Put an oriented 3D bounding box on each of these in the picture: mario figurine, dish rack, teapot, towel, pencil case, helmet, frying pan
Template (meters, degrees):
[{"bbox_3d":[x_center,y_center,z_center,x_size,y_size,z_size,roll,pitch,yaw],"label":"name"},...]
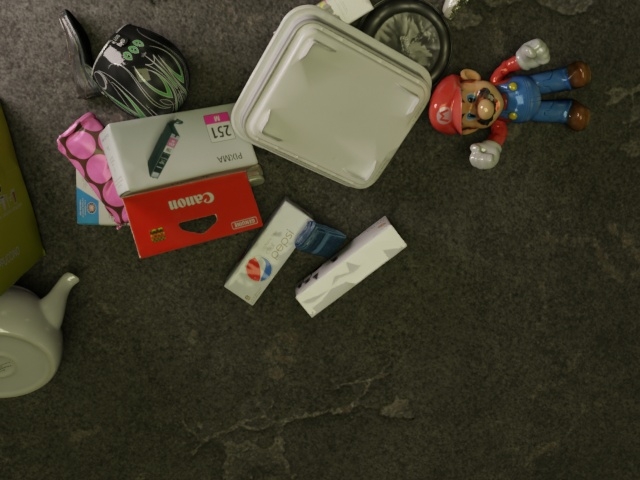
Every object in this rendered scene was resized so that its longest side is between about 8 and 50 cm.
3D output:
[{"bbox_3d":[0.364,-0.256,1.598,0.320,0.170,0.198,-8,70,-9],"label":"mario figurine"},{"bbox_3d":[0.031,-0.247,1.572,0.332,0.072,0.286,22,112,-27],"label":"dish rack"},{"bbox_3d":[-0.628,0.176,1.649,0.255,0.187,0.253,10,131,-23],"label":"teapot"},{"bbox_3d":[0.000,0.000,1.677,0.029,0.119,0.067,43,104,30],"label":"towel"},{"bbox_3d":[-0.394,-0.127,1.547,0.098,0.095,0.209,-35,97,3],"label":"pencil case"},{"bbox_3d":[-0.321,-0.302,1.552,0.161,0.169,0.169,37,99,-5],"label":"helmet"},{"bbox_3d":[0.099,-0.380,1.617,0.325,0.053,0.197,6,100,-8],"label":"frying pan"}]

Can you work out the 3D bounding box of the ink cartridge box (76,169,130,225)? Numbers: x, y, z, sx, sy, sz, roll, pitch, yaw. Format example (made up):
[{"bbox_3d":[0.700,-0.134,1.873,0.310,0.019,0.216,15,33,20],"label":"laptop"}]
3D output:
[{"bbox_3d":[-0.373,-0.103,1.640,0.190,0.082,0.140,2,103,-5],"label":"ink cartridge box"}]

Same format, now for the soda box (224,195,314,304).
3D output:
[{"bbox_3d":[-0.104,0.020,1.695,0.073,0.069,0.216,35,99,-10],"label":"soda box"}]

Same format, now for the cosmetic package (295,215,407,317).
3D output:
[{"bbox_3d":[0.057,0.050,1.697,0.239,0.099,0.060,-37,104,5],"label":"cosmetic package"}]

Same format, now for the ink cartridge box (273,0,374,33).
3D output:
[{"bbox_3d":[0.003,-0.412,1.574,0.181,0.104,0.062,-30,105,5],"label":"ink cartridge box"}]

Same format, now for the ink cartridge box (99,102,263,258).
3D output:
[{"bbox_3d":[-0.240,-0.116,1.553,0.275,0.060,0.239,-16,86,-34],"label":"ink cartridge box"}]

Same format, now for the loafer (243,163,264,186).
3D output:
[{"bbox_3d":[-0.175,-0.123,1.673,0.125,0.045,0.039,-10,71,-4],"label":"loafer"}]

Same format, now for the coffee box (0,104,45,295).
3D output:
[{"bbox_3d":[-0.732,-0.055,1.498,0.334,0.338,0.338,-12,104,0],"label":"coffee box"}]

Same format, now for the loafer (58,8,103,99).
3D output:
[{"bbox_3d":[-0.462,-0.347,1.586,0.061,0.062,0.170,-18,103,6],"label":"loafer"}]

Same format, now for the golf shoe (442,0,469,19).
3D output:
[{"bbox_3d":[0.261,-0.511,1.597,0.086,0.069,0.176,27,99,11],"label":"golf shoe"}]
